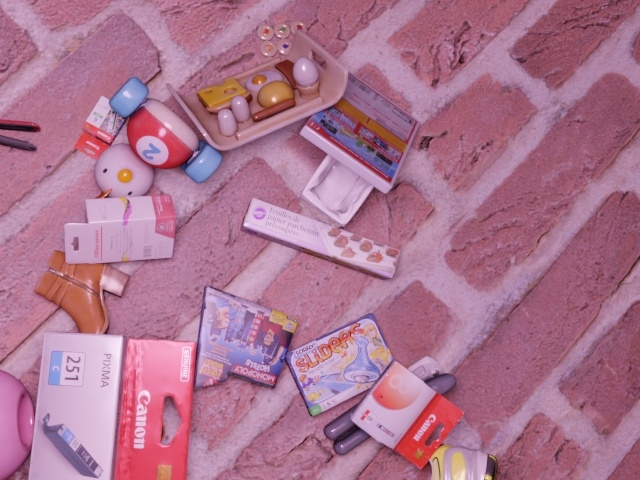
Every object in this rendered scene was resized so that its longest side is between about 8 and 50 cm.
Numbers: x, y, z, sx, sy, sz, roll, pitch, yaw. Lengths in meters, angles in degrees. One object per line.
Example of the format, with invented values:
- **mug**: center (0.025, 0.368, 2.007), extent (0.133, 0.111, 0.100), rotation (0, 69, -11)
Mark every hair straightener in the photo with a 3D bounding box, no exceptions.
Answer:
- **hair straightener**: center (-0.656, -0.192, 1.445), extent (0.231, 0.047, 0.089), rotation (7, 80, -11)

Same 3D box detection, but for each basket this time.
- **basket**: center (0.040, -0.117, 1.561), extent (0.113, 0.103, 0.167), rotation (36, 75, -5)

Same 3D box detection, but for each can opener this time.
- **can opener**: center (0.137, 0.327, 1.525), extent (0.280, 0.093, 0.074), rotation (-30, 90, -11)

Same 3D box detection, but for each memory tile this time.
- **memory tile**: center (-0.072, -0.396, 1.627), extent (0.113, 0.012, 0.148), rotation (-9, 84, -14)

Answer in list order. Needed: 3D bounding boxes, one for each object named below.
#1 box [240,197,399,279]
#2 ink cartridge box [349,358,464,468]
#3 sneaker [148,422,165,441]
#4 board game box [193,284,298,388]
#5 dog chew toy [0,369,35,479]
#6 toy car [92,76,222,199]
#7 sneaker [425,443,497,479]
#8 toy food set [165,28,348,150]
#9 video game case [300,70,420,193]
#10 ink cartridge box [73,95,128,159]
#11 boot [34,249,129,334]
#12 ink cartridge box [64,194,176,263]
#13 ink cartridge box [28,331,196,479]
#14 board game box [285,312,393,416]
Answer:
- **box**: center (0.000, 0.000, 1.554), extent (0.324, 0.067, 0.063), rotation (20, 77, -10)
- **ink cartridge box**: center (0.168, 0.339, 1.470), extent (0.179, 0.045, 0.145), rotation (38, 89, 0)
- **sneaker**: center (-0.394, 0.342, 1.403), extent (0.215, 0.083, 0.084), rotation (4, 82, -11)
- **board game box**: center (-0.168, 0.211, 1.486), extent (0.194, 0.060, 0.194), rotation (22, 78, -9)
- **dog chew toy**: center (-0.667, 0.328, 1.292), extent (0.332, 0.206, 0.206), rotation (-7, 83, -5)
- **toy car**: center (-0.348, -0.147, 1.438), extent (0.219, 0.210, 0.238), rotation (42, 88, -19)
- **sneaker**: center (0.225, 0.586, 1.497), extent (0.147, 0.145, 0.384), rotation (18, 79, 22)
- **toy food set**: center (-0.127, -0.307, 1.482), extent (0.306, 0.092, 0.219), rotation (-25, 45, -15)
- **video game case**: center (0.089, -0.229, 1.546), extent (0.204, 0.025, 0.285), rotation (35, 38, -5)
- **ink cartridge box**: center (-0.433, -0.221, 1.509), extent (0.063, 0.029, 0.115), rotation (29, 76, -7)
- **boot**: center (-0.464, 0.122, 1.429), extent (0.152, 0.073, 0.197), rotation (21, 65, -10)
- **ink cartridge box**: center (-0.377, -0.020, 1.428), extent (0.198, 0.115, 0.067), rotation (-4, 48, -21)
- **ink cartridge box**: center (-0.361, 0.314, 1.339), extent (0.261, 0.066, 0.296), rotation (3, 82, -5)
- **board game box**: center (0.042, 0.248, 1.539), extent (0.201, 0.035, 0.136), rotation (-24, 87, -15)
